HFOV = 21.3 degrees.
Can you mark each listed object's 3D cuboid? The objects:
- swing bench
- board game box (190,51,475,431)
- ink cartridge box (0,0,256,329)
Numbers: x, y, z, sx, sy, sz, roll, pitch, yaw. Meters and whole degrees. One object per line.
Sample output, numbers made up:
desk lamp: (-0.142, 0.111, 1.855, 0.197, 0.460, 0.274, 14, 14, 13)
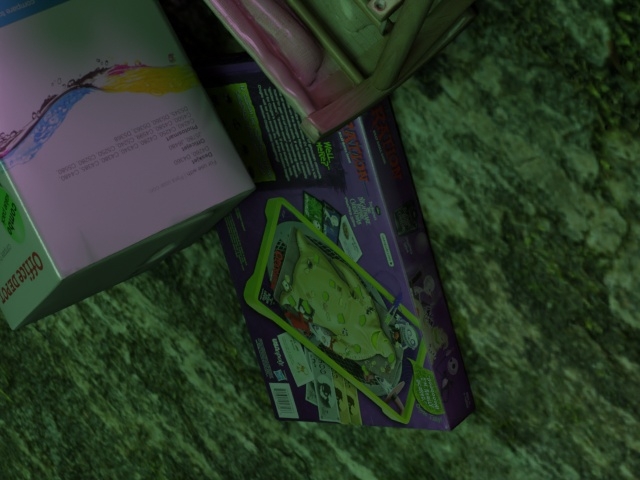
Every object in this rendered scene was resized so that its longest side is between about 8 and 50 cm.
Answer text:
swing bench: (0.011, -0.254, 1.249, 0.253, 0.165, 0.255, 51, 148, 6)
board game box: (0.000, 0.000, 1.484, 0.208, 0.056, 0.347, 1, 113, 45)
ink cartridge box: (-0.223, -0.097, 1.468, 0.270, 0.197, 0.198, 62, 153, 4)
